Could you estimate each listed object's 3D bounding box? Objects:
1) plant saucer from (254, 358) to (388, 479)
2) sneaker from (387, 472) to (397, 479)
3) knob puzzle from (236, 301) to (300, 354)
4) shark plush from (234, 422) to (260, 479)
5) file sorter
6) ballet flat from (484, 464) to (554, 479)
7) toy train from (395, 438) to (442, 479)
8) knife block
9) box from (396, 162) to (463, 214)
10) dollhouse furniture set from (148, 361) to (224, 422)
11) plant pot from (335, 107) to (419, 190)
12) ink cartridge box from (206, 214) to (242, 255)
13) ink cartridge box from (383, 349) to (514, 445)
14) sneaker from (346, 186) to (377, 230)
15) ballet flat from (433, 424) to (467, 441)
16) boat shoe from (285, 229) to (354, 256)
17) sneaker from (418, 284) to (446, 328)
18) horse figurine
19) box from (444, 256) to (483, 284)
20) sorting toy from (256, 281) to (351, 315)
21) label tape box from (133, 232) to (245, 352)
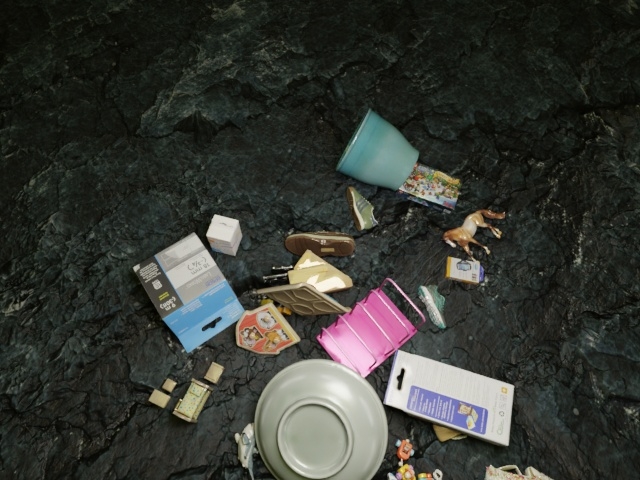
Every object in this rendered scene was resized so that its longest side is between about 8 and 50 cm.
[{"bbox_3d":[-0.010,0.549,1.191,0.400,0.100,0.401,-1,85,11],"label":"plant saucer"},{"bbox_3d":[0.122,0.751,1.199,0.237,0.085,0.086,-19,51,-12],"label":"sneaker"},{"bbox_3d":[-0.192,0.306,1.354,0.213,0.213,0.030,7,26,1],"label":"knob puzzle"},{"bbox_3d":[-0.207,0.636,1.251,0.067,0.073,0.161,6,55,-34],"label":"shark plush"},{"bbox_3d":[0.164,0.290,1.362,0.290,0.182,0.202,-35,71,-18],"label":"file sorter"},{"bbox_3d":[0.605,0.711,1.239,0.240,0.091,0.077,7,42,-3],"label":"ballet flat"},{"bbox_3d":[0.291,0.673,1.238,0.166,0.046,0.125,35,43,10],"label":"toy train"},{"bbox_3d":[-0.061,0.170,1.458,0.275,0.088,0.242,33,75,5],"label":"knife block"},{"bbox_3d":[0.445,-0.219,1.696,0.233,0.044,0.159,21,66,7],"label":"box"},{"bbox_3d":[-0.421,0.444,1.303,0.160,0.101,0.182,22,65,8],"label":"dollhouse furniture set"},{"bbox_3d":[0.233,-0.332,1.632,0.255,0.272,0.272,28,66,-4],"label":"plant pot"},{"bbox_3d":[-0.347,-0.021,1.508,0.092,0.143,0.090,13,64,4],"label":"ink cartridge box"},{"bbox_3d":[0.390,0.478,1.279,0.370,0.069,0.176,17,63,8],"label":"ink cartridge box"},{"bbox_3d":[0.166,-0.128,1.633,0.086,0.064,0.192,-8,65,-15],"label":"sneaker"},{"bbox_3d":[0.466,0.575,1.312,0.232,0.080,0.073,-10,93,-5],"label":"ballet flat"},{"bbox_3d":[0.000,0.007,1.555,0.257,0.095,0.095,6,31,7],"label":"boat shoe"},{"bbox_3d":[0.413,0.227,1.473,0.076,0.065,0.167,-16,68,-14],"label":"sneaker"},{"bbox_3d":[0.596,-0.035,1.605,0.174,0.066,0.263,40,71,9],"label":"horse figurine"},{"bbox_3d":[0.535,0.114,1.551,0.136,0.028,0.081,13,64,1],"label":"box"},{"bbox_3d":[-0.083,0.187,1.319,0.229,0.307,0.041,33,58,-36],"label":"sorting toy"},{"bbox_3d":[-0.445,0.172,1.432,0.240,0.106,0.334,-33,70,-16],"label":"label tape box"}]
